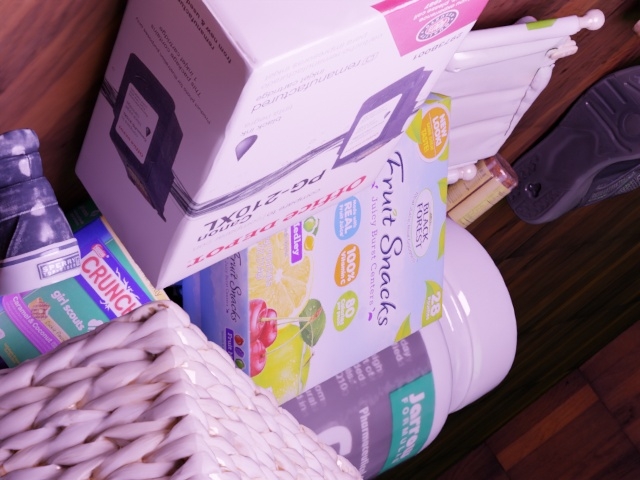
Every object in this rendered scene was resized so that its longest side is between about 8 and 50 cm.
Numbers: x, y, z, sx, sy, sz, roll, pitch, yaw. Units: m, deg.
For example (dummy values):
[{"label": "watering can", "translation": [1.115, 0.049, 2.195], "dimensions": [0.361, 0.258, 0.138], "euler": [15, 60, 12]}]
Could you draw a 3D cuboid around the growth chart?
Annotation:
[{"label": "growth chart", "translation": [0.092, -0.092, 1.331], "dimensions": [0.172, 0.021, 0.237], "euler": [-9, 153, -29]}]

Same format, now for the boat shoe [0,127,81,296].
[{"label": "boat shoe", "translation": [-0.199, -0.008, 0.945], "dimensions": [0.183, 0.083, 0.065], "euler": [-12, -176, 42]}]

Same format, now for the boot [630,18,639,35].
[{"label": "boot", "translation": [0.395, -0.144, 1.498], "dimensions": [0.109, 0.220, 0.283], "euler": [-43, 163, 29]}]

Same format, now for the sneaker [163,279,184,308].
[{"label": "sneaker", "translation": [-0.097, 0.013, 1.196], "dimensions": [0.162, 0.073, 0.063], "euler": [-28, 163, -23]}]

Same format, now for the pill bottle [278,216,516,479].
[{"label": "pill bottle", "translation": [-0.027, 0.113, 1.411], "dimensions": [0.361, 0.204, 0.204], "euler": [-25, 162, -34]}]

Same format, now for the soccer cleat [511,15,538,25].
[{"label": "soccer cleat", "translation": [0.138, -0.139, 1.331], "dimensions": [0.035, 0.029, 0.083], "euler": [-29, 169, -38]}]

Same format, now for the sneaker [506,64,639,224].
[{"label": "sneaker", "translation": [0.285, -0.101, 1.666], "dimensions": [0.130, 0.087, 0.227], "euler": [-21, 163, -47]}]

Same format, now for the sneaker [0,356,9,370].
[{"label": "sneaker", "translation": [-0.253, 0.105, 1.146], "dimensions": [0.170, 0.071, 0.068], "euler": [-27, 163, -30]}]

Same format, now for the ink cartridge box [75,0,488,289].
[{"label": "ink cartridge box", "translation": [-0.024, -0.093, 0.971], "dimensions": [0.172, 0.100, 0.237], "euler": [-26, 163, -29]}]

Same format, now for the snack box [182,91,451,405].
[{"label": "snack box", "translation": [0.000, 0.000, 1.196], "dimensions": [0.207, 0.070, 0.174], "euler": [-26, 125, -44]}]

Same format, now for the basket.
[{"label": "basket", "translation": [-0.128, 0.253, 1.067], "dimensions": [0.331, 0.266, 0.328], "euler": [-25, 142, 13]}]

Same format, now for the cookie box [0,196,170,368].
[{"label": "cookie box", "translation": [-0.158, 0.038, 1.110], "dimensions": [0.107, 0.092, 0.040], "euler": [-35, -151, -6]}]

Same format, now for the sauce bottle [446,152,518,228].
[{"label": "sauce bottle", "translation": [0.122, -0.029, 1.615], "dimensions": [0.128, 0.042, 0.042], "euler": [-37, 165, 18]}]
